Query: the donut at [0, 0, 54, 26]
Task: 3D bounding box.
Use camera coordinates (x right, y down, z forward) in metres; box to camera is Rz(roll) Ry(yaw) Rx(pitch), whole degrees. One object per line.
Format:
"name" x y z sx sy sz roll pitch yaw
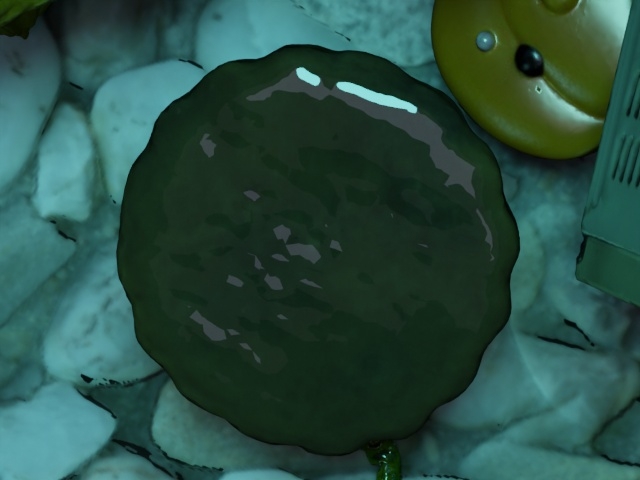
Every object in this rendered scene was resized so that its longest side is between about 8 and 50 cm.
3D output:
"donut" -0.188 -0.271 0.799 0.360 0.170 0.360 0 87 5

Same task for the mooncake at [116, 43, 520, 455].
"mooncake" 0.000 0.000 0.915 0.228 0.124 0.228 1 102 6

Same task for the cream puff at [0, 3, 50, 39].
"cream puff" -0.193 -0.192 0.930 0.146 0.116 0.146 1 73 -2

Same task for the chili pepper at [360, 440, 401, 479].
"chili pepper" 0.035 0.135 0.973 0.027 0.022 0.083 -10 99 7

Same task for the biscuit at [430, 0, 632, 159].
"biscuit" 0.144 -0.113 0.863 0.170 0.050 0.170 2 95 22

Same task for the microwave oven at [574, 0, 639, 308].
"microwave oven" 0.336 -0.061 0.766 0.355 0.218 0.286 9 97 -19
